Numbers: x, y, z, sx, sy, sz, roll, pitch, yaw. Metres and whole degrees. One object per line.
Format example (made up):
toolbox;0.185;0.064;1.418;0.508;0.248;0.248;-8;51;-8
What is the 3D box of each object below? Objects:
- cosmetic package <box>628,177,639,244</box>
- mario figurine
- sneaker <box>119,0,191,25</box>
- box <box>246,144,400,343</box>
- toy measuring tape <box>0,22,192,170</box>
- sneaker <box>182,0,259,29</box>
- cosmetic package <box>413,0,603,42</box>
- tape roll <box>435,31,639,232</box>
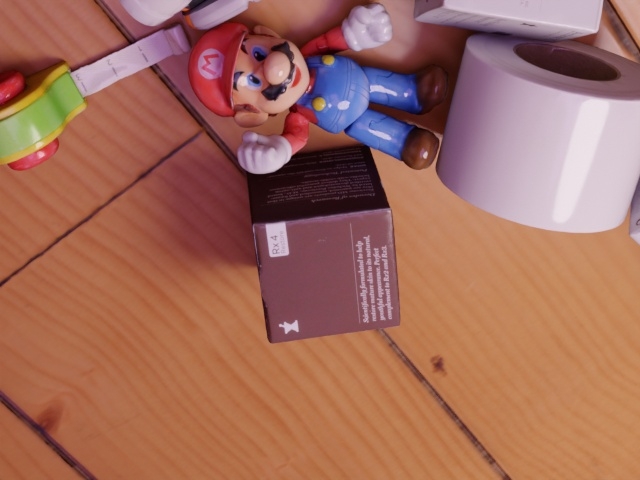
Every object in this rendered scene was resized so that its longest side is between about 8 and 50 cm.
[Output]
cosmetic package;0.458;-0.072;1.477;0.117;0.231;0.085;38;137;-25
mario figurine;0.001;-0.179;1.404;0.320;0.198;0.170;11;137;-17
sneaker;-0.224;-0.378;1.264;0.123;0.106;0.290;-24;113;42
box;0.000;0.000;1.484;0.167;0.203;0.169;-7;118;-3
toy measuring tape;-0.310;-0.168;1.417;0.330;0.121;0.121;-23;117;5
sneaker;-0.063;-0.386;1.329;0.321;0.125;0.180;-30;117;9
cosmetic package;0.220;-0.320;1.356;0.183;0.151;0.152;8;94;-9
tape roll;0.275;-0.137;1.423;0.246;0.246;0.169;6;116;-9
